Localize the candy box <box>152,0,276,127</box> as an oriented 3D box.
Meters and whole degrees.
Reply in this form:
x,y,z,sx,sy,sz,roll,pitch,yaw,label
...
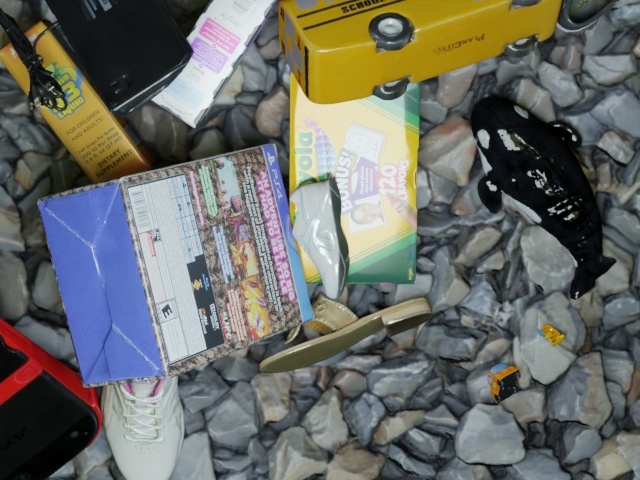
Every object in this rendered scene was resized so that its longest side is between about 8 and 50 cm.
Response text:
x,y,z,sx,sy,sz,roll,pitch,yaw,label
-0.124,-0.245,1.733,0.070,0.165,0.196,32,99,-6,candy box

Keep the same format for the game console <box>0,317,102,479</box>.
x,y,z,sx,sy,sz,roll,pitch,yaw,label
-0.503,0.258,1.790,0.386,0.060,0.342,-38,133,4,game console

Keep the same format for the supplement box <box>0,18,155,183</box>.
x,y,z,sx,sy,sz,roll,pitch,yaw,label
-0.310,-0.167,1.791,0.078,0.080,0.233,-36,97,4,supplement box

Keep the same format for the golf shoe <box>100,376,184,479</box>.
x,y,z,sx,sy,sz,roll,pitch,yaw,label
-0.237,0.194,1.834,0.115,0.140,0.306,-2,103,-2,golf shoe

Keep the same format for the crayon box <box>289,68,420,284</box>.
x,y,z,sx,sy,sz,roll,pitch,yaw,label
0.041,-0.086,1.810,0.165,0.081,0.278,0,102,-1,crayon box

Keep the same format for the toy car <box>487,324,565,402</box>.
x,y,z,sx,sy,sz,roll,pitch,yaw,label
0.273,0.164,1.897,0.122,0.060,0.040,-37,56,-10,toy car

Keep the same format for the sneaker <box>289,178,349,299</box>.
x,y,z,sx,sy,sz,roll,pitch,yaw,label
0.000,0.000,1.764,0.061,0.053,0.152,-6,99,16,sneaker

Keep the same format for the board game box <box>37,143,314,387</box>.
x,y,z,sx,sy,sz,roll,pitch,yaw,label
-0.167,0.025,1.698,0.141,0.291,0.232,-10,95,36,board game box

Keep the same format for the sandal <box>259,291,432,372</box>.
x,y,z,sx,sy,sz,roll,pitch,yaw,label
0.023,0.103,1.864,0.240,0.088,0.079,-18,70,-4,sandal

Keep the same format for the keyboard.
x,y,z,sx,sy,sz,roll,pitch,yaw,label
-0.297,-0.272,1.706,0.201,0.033,0.317,-32,63,1,keyboard

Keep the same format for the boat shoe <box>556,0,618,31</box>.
x,y,z,sx,sy,sz,roll,pitch,yaw,label
0.379,-0.354,1.764,0.228,0.076,0.080,-44,99,8,boat shoe

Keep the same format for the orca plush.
x,y,z,sx,sy,sz,roll,pitch,yaw,label
0.288,-0.054,1.810,0.151,0.102,0.287,-20,101,3,orca plush

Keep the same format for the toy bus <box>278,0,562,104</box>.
x,y,z,sx,sy,sz,roll,pitch,yaw,label
0.125,-0.271,1.720,0.332,0.108,0.130,-20,58,-13,toy bus
